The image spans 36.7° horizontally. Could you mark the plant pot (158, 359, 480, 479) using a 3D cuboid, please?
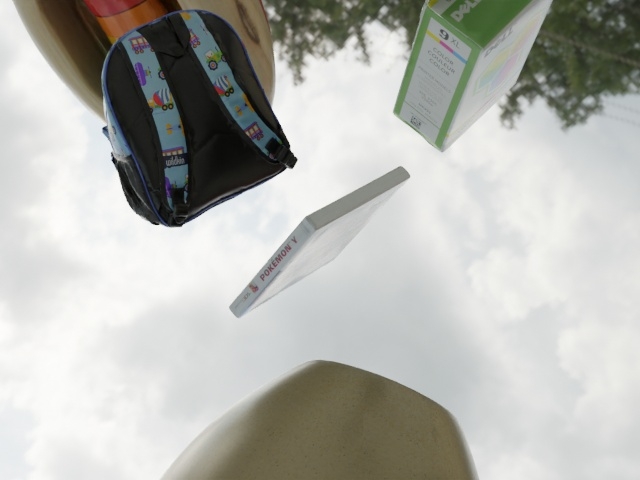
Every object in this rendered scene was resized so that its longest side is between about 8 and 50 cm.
[{"bbox_3d":[0.015,0.204,0.738,0.284,0.284,0.191,30,-108,-19],"label":"plant pot"}]

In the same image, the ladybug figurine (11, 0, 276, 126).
[{"bbox_3d":[-0.203,-0.282,1.187,0.449,0.305,0.162,66,-149,-41],"label":"ladybug figurine"}]

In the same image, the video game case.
[{"bbox_3d":[0.000,0.000,1.136,0.023,0.183,0.201,49,-140,9],"label":"video game case"}]

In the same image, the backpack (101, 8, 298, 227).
[{"bbox_3d":[-0.128,-0.116,0.886,0.158,0.117,0.173,-30,-73,-22],"label":"backpack"}]

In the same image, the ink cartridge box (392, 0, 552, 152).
[{"bbox_3d":[0.129,-0.171,0.771,0.062,0.209,0.109,40,-113,13],"label":"ink cartridge box"}]
